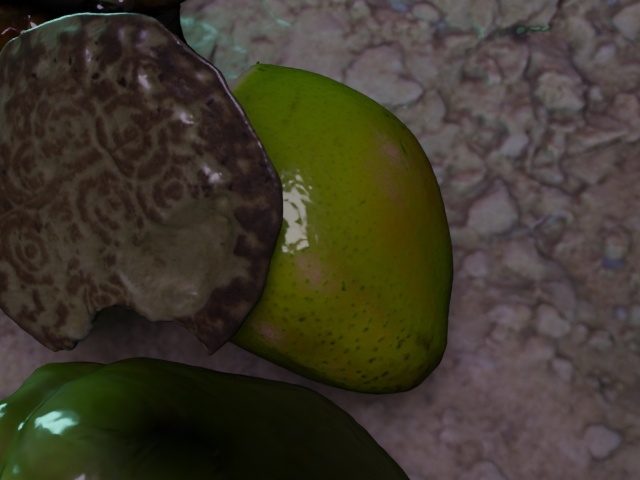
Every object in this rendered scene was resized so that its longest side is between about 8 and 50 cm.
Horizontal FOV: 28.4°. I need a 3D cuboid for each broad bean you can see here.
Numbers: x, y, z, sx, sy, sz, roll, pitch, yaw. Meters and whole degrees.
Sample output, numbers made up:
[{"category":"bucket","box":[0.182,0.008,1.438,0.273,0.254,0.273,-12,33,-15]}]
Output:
[{"category":"broad bean","box":[-0.060,0.162,0.739,0.119,0.291,0.238,-59,33,24]}]

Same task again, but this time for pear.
[{"category":"pear","box":[0.000,0.000,0.823,0.220,0.187,0.187,42,80,0]}]

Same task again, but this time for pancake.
[{"category":"pancake","box":[-0.127,-0.028,0.747,0.235,0.029,0.212,6,107,24]}]

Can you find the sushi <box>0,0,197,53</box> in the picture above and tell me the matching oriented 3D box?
[{"category":"sushi","box":[-0.184,-0.111,0.868,0.213,0.204,0.200,-18,36,-37]}]
